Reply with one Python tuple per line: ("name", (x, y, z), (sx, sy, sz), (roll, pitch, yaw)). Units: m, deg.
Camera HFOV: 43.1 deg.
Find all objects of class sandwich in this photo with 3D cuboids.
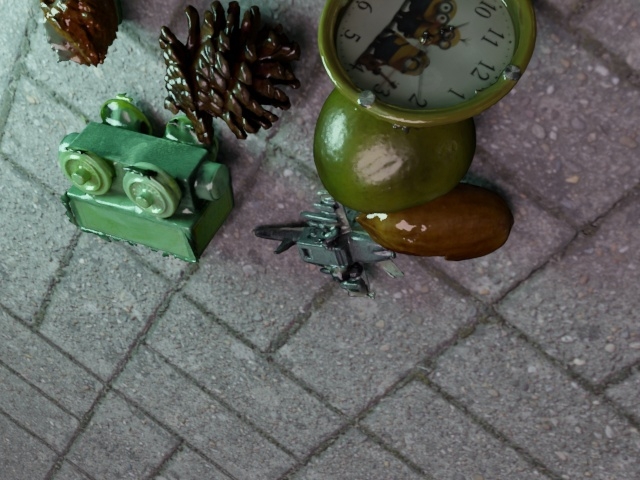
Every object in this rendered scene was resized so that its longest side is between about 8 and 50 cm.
("sandwich", (-0.326, -0.334, 1.052), (0.109, 0.160, 0.185), (5, 137, 1))

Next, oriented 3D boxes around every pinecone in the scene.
("pinecone", (-0.116, -0.216, 1.032), (0.195, 0.150, 0.179), (-5, 122, 31))

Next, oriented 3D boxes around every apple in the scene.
("apple", (0.086, -0.125, 0.970), (0.196, 0.196, 0.157), (5, 129, 25))

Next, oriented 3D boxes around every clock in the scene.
("clock", (0.114, -0.218, 0.883), (0.237, 0.237, 0.057), (19, 160, 14))

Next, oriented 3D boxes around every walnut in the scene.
("walnut", (0.147, -0.025, 1.049), (0.207, 0.116, 0.116), (0, 130, -7))

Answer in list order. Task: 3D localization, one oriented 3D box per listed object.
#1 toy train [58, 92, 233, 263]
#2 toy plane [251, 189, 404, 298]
("toy train", (-0.261, -0.089, 1.212), (0.271, 0.159, 0.188), (15, 140, 18))
("toy plane", (-0.005, 0.007, 1.189), (0.262, 0.088, 0.192), (0, 125, 29))
